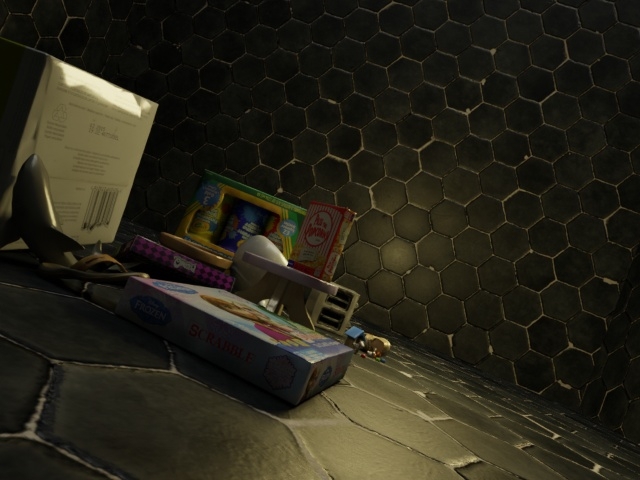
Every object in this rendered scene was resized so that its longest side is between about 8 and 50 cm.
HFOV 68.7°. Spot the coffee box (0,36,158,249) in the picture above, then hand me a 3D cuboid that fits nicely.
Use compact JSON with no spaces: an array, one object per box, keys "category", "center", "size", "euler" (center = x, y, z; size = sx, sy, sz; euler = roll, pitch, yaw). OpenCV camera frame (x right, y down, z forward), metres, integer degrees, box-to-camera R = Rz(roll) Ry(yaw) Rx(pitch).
[{"category":"coffee box","center":[-0.599,-0.201,0.929],"size":[0.334,0.339,0.337],"euler":[21,5,10]}]

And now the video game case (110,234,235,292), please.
[{"category":"video game case","center":[-0.340,0.066,1.063],"size":[0.232,0.042,0.210],"euler":[28,-23,-27]}]

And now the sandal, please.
[{"category":"sandal","center":[-0.368,0.044,0.759],"size":[0.180,0.049,0.072],"euler":[7,-7,6]}]

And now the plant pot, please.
[{"category":"plant pot","center":[-0.401,0.067,1.455],"size":[0.237,0.110,0.237],"euler":[23,-3,1]}]

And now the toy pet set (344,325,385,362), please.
[{"category":"toy pet set","center":[0.136,0.314,1.430],"size":[0.114,0.065,0.122],"euler":[19,-6,43]}]

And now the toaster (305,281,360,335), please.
[{"category":"toaster","center":[0.034,0.234,1.697],"size":[0.185,0.168,0.110],"euler":[24,-3,-17]}]

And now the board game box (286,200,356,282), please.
[{"category":"board game box","center":[0.000,0.000,1.239],"size":[0.045,0.194,0.146],"euler":[24,-5,-41]}]

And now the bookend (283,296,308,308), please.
[{"category":"bookend","center":[-0.094,0.245,1.863],"size":[0.156,0.073,0.157],"euler":[20,-5,31]}]

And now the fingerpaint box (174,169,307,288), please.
[{"category":"fingerpaint box","center":[-0.299,-0.009,1.776],"size":[0.444,0.371,0.163],"euler":[23,-6,8]}]

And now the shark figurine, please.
[{"category":"shark figurine","center":[-0.432,0.010,0.807],"size":[0.116,0.166,0.278],"euler":[6,-36,18]}]

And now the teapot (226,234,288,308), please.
[{"category":"teapot","center":[-0.215,0.118,1.542],"size":[0.253,0.187,0.256],"euler":[51,-19,9]}]

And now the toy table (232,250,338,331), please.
[{"category":"toy table","center":[-0.108,0.150,1.282],"size":[0.274,0.161,0.252],"euler":[21,-3,14]}]

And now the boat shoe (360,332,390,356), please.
[{"category":"boat shoe","center":[0.157,0.334,1.515],"size":[0.059,0.063,0.170],"euler":[22,-12,-27]}]

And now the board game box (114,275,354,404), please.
[{"category":"board game box","center":[-0.122,0.161,0.810],"size":[0.317,0.066,0.318],"euler":[21,-4,16]}]
